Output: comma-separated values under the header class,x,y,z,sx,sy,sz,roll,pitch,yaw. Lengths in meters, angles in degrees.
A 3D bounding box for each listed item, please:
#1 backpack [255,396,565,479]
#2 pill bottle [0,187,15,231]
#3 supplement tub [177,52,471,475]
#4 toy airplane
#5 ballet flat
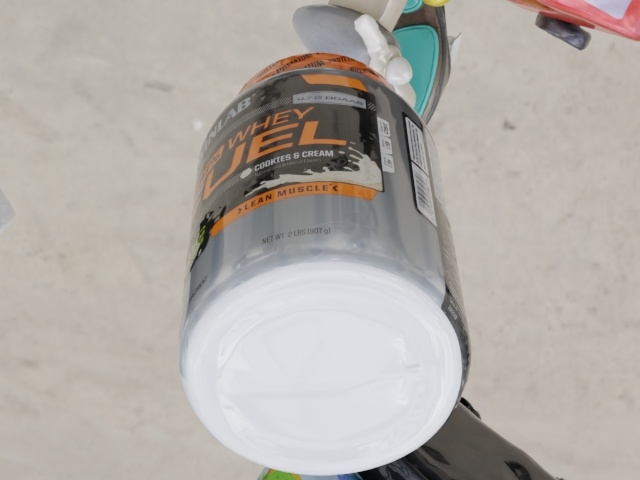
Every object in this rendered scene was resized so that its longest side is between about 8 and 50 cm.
class,x,y,z,sx,sy,sz,roll,pitch,yaw
backpack,0.022,0.313,1.060,0.273,0.290,0.355,-4,128,-53
pill bottle,-0.482,-0.134,1.347,0.210,0.210,0.362,-19,108,33
supplement tub,0.000,0.000,0.960,0.194,0.316,0.193,-1,124,-1
toy airplane,0.105,-0.332,1.256,0.385,0.386,0.272,-15,177,23
ballet flat,0.128,-0.268,1.603,0.095,0.280,0.096,5,-172,41
